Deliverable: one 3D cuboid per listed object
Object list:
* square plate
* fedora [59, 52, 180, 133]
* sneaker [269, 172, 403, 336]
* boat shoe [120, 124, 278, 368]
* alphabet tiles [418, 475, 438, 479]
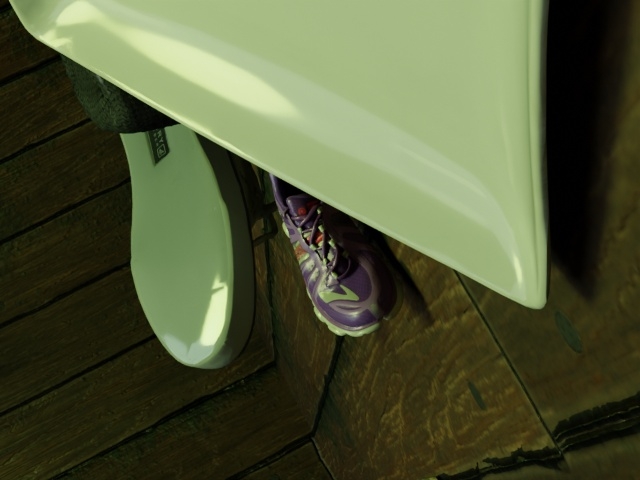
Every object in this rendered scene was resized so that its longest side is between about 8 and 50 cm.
[{"bbox_3d":[-0.050,-0.151,0.397,0.344,0.049,0.347,29,156,26],"label":"square plate"},{"bbox_3d":[-0.146,-0.193,0.826,0.334,0.152,0.334,60,170,17],"label":"fedora"},{"bbox_3d":[0.000,0.000,0.786,0.170,0.068,0.071,57,-177,34],"label":"sneaker"},{"bbox_3d":[-0.101,-0.050,1.010,0.156,0.136,0.367,12,-128,-48],"label":"boat shoe"},{"bbox_3d":[0.174,0.375,1.084,0.284,0.021,0.278,61,171,13],"label":"alphabet tiles"}]
